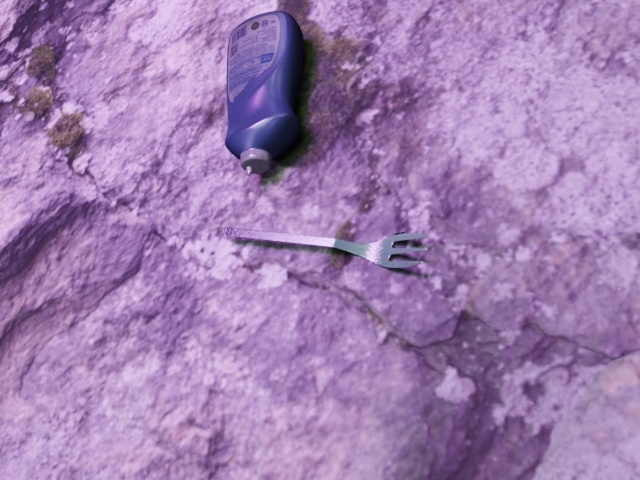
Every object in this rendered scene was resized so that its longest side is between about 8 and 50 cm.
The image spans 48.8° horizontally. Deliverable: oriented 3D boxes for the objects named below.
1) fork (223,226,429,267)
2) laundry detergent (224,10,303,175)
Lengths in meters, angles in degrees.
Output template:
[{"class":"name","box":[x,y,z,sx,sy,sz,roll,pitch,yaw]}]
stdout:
[{"class":"fork","box":[0.001,0.001,0.733,0.235,0.021,0.039,6,64,28]},{"class":"laundry detergent","box":[-0.068,-0.167,0.821,0.096,0.061,0.206,-8,63,19]}]
